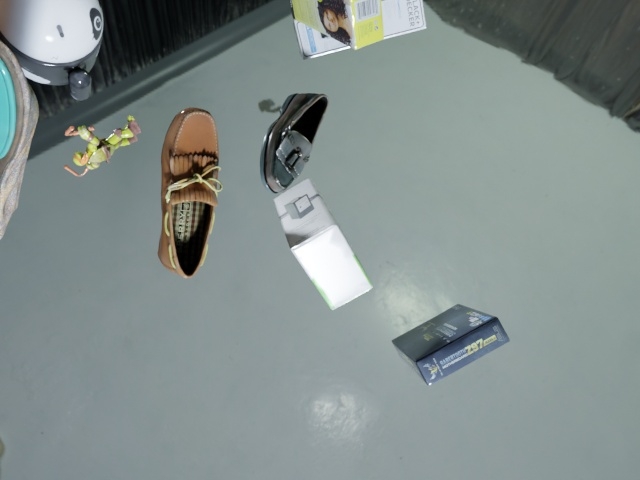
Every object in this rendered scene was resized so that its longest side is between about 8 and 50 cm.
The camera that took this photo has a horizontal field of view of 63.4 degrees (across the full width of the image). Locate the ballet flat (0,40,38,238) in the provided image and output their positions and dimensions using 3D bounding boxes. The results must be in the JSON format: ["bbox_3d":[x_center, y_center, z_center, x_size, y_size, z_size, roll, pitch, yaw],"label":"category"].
[{"bbox_3d":[-0.396,-0.123,0.617,0.108,0.316,0.106,28,38,-16],"label":"ballet flat"}]

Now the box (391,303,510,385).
[{"bbox_3d":[0.262,0.211,1.090,0.184,0.233,0.059,-29,91,-3],"label":"box"}]

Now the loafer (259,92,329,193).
[{"bbox_3d":[-0.049,-0.209,1.042,0.084,0.096,0.267,-7,50,27],"label":"loafer"}]

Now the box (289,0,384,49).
[{"bbox_3d":[0.018,-0.394,0.863,0.058,0.087,0.232,-24,40,-15],"label":"box"}]

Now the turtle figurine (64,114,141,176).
[{"bbox_3d":[-0.622,-0.275,1.484,0.087,0.269,0.217,47,62,5],"label":"turtle figurine"}]

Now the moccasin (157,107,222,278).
[{"bbox_3d":[-0.293,-0.103,1.162,0.139,0.379,0.147,8,11,-36],"label":"moccasin"}]

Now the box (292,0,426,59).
[{"bbox_3d":[0.086,-0.506,1.219,0.290,0.087,0.169,-15,21,1],"label":"box"}]

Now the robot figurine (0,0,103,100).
[{"bbox_3d":[-0.482,-0.380,0.929,0.209,0.278,0.173,29,78,-25],"label":"robot figurine"}]

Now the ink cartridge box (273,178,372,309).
[{"bbox_3d":[0.000,0.000,1.234,0.115,0.198,0.272,-31,30,3],"label":"ink cartridge box"}]
